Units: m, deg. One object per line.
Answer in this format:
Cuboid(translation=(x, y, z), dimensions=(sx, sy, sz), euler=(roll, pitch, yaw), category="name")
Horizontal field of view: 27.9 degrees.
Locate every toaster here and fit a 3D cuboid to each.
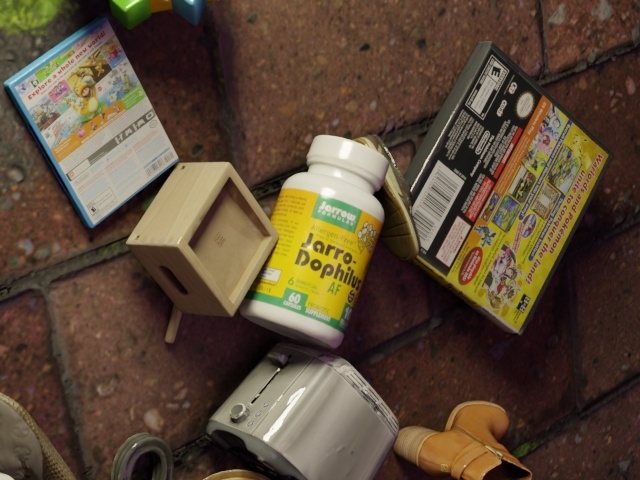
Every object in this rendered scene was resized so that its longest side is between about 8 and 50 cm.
Cuboid(translation=(-0.008, 0.216, 1.419), dimensions=(0.146, 0.129, 0.227), euler=(-54, 128, -20), category="toaster")

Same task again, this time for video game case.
Cuboid(translation=(0.219, -0.060, 1.579), dimensions=(0.248, 0.035, 0.275), euler=(36, 76, -29), category="video game case")
Cuboid(translation=(-0.215, -0.112, 1.230), dimensions=(0.119, 0.015, 0.166), euler=(-41, 125, -25), category="video game case")

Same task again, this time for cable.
Cuboid(translation=(-0.197, 0.348, 1.352), dimensions=(0.139, 0.072, 0.287), euler=(-16, 99, -28), category="cable")

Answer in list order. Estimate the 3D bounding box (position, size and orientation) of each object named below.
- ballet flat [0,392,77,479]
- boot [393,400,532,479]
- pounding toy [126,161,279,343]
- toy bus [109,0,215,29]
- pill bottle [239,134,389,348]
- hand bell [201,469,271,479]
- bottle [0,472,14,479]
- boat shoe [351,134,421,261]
Cuboid(translation=(-0.274, 0.228, 1.243), dimensions=(0.084, 0.058, 0.250), euler=(-28, 119, 9), category="ballet flat")
Cuboid(translation=(0.206, 0.263, 1.600), dimensions=(0.197, 0.152, 0.073), euler=(-12, 108, -39), category="boot")
Cuboid(translation=(-0.124, 0.016, 1.301), dimensions=(0.141, 0.100, 0.130), euler=(57, 50, -38), category="pounding toy")
Cuboid(translation=(-0.159, -0.258, 1.177), dimensions=(0.191, 0.202, 0.104), euler=(-53, 160, -27), category="toy bus")
Cuboid(translation=(0.000, 0.000, 1.373), dimensions=(0.117, 0.117, 0.208), euler=(29, 77, -42), category="pill bottle")
Cuboid(translation=(-0.078, 0.366, 1.409), dimensions=(0.126, 0.126, 0.242), euler=(-43, 147, -25), category="hand bell")
Cuboid(translation=(-0.315, 0.357, 1.192), dimensions=(0.092, 0.118, 0.283), euler=(-38, 131, -72), category="bottle")
Cuboid(translation=(0.081, -0.051, 1.458), dimensions=(0.049, 0.056, 0.152), euler=(-30, 100, -41), category="boat shoe")
